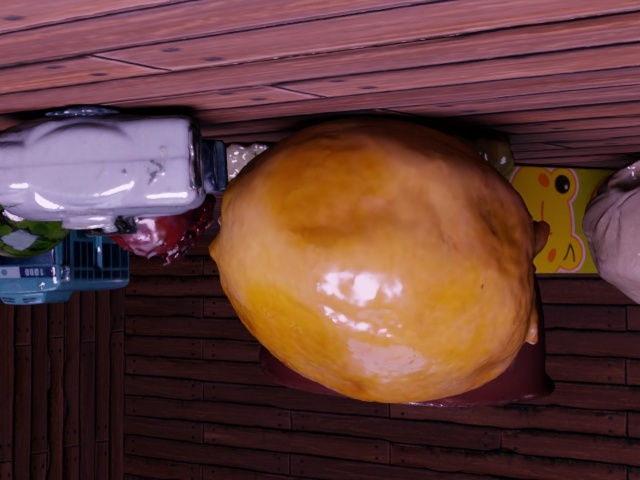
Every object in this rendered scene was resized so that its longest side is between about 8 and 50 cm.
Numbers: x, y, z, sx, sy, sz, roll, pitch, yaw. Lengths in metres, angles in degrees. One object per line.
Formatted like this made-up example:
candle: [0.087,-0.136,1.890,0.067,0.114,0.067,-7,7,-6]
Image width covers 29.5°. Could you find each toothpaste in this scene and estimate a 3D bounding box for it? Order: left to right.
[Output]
toothpaste: [0.238,-0.020,1.254,0.327,0.110,0.077,1,176,-27]

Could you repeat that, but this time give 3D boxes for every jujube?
jujube: [-0.144,-0.036,1.073,0.104,0.104,0.166,0,-174,2]

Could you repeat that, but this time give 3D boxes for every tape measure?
tape measure: [-0.232,-0.045,0.846,0.330,0.084,0.164,-2,174,9]

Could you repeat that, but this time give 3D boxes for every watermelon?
watermelon: [-0.239,-0.036,0.942,0.109,0.109,0.109,0,179,0]

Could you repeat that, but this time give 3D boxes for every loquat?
loquat: [0.038,0.017,0.857,0.238,0.193,0.238,5,159,2]

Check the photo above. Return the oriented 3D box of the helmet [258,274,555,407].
helmet: [0.102,0.042,1.398,0.337,0.230,0.385,3,-171,-5]

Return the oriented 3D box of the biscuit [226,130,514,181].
biscuit: [0.047,-0.062,1.037,0.273,0.036,0.187,-1,178,32]

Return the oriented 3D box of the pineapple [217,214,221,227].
pineapple: [0.000,0.000,1.183,0.193,0.166,0.166,6,179,8]

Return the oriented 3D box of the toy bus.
toy bus: [-0.321,0.001,1.446,0.128,0.147,0.256,-2,179,10]

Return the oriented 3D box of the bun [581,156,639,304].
bun: [0.309,-0.021,1.073,0.173,0.113,0.167,-14,-149,37]
